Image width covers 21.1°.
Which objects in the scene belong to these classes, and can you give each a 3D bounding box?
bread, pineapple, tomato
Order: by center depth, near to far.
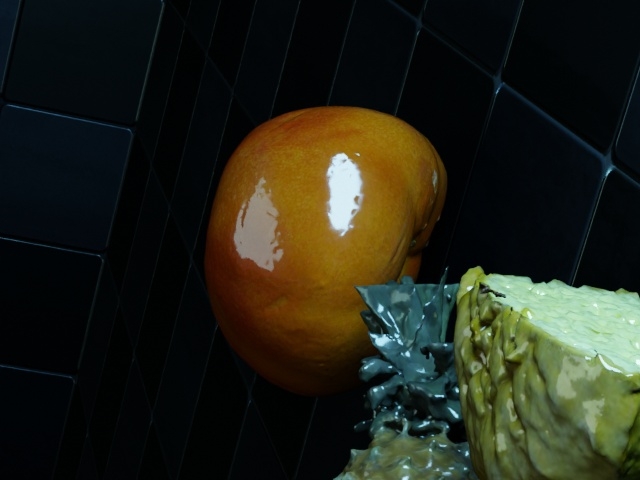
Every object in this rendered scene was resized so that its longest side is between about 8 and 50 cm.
[{"bbox_3d":[0.160,0.100,0.991,0.229,0.143,0.139,-133,45,-75],"label":"bread"},{"bbox_3d":[0.075,0.158,1.233,0.169,0.169,0.340,121,161,-50],"label":"pineapple"},{"bbox_3d":[-0.001,0.004,1.448,0.260,0.180,0.259,14,-90,-78],"label":"tomato"}]
